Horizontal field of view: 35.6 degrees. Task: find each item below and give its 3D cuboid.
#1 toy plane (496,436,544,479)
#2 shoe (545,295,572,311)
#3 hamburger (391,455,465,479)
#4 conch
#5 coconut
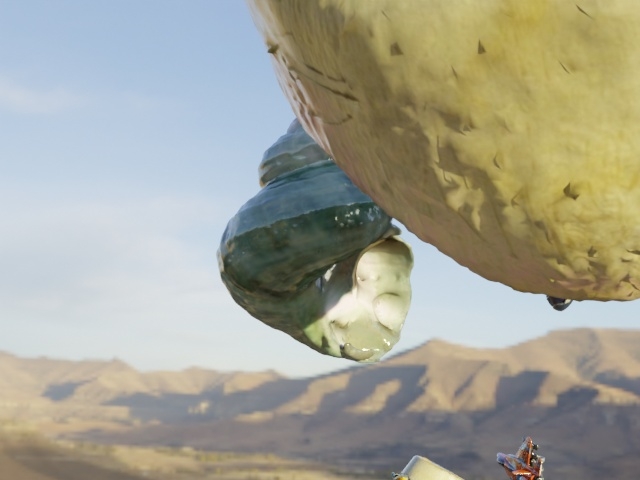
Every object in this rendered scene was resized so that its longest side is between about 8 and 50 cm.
[{"bbox_3d":[0.325,0.371,1.614,0.061,0.130,0.189,2,3,0],"label":"toy plane"},{"bbox_3d":[0.337,0.005,1.494,0.106,0.207,0.091,-6,-17,-5],"label":"shoe"},{"bbox_3d":[0.183,0.415,1.662,0.141,0.081,0.126,26,-13,21],"label":"hamburger"},{"bbox_3d":[0.000,0.000,1.013,0.220,0.277,0.195,-10,4,-25],"label":"conch"},{"bbox_3d":[0.166,-0.148,0.577,0.404,0.405,0.404,2,-10,0],"label":"coconut"}]
